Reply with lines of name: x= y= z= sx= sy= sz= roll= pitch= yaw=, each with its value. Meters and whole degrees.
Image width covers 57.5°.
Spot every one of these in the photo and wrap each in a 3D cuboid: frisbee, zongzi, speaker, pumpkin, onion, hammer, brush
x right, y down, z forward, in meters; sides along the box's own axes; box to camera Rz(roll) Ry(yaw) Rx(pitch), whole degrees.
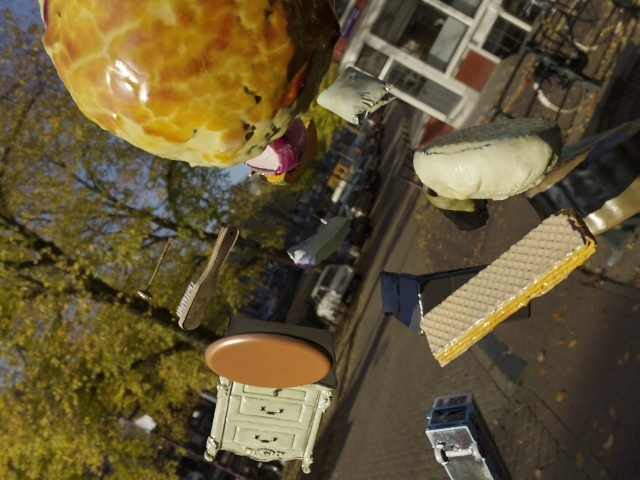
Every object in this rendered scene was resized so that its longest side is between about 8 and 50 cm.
frisbee: x=-0.100 y=0.239 z=1.137 sx=0.250 sy=0.251 sz=0.021 roll=122 pitch=156 yaw=-52
zongzi: x=0.372 y=-0.099 z=1.622 sx=0.145 sy=0.273 sz=0.300 roll=-24 pitch=23 yaw=28
speaker: x=0.384 y=0.146 z=1.666 sx=0.184 sy=0.389 sz=0.179 roll=-133 pitch=37 yaw=-74
pumpkin: x=-0.125 y=-0.321 z=2.178 sx=0.111 sy=0.163 sz=0.278 roll=35 pitch=-103 yaw=-55
onion: x=-0.131 y=-0.282 z=1.581 sx=0.207 sy=0.201 sz=0.200 roll=4 pitch=63 yaw=52
hammer: x=-0.297 y=0.048 z=1.068 sx=0.122 sy=0.029 sz=0.014 roll=-66 pitch=14 yaw=-8
brush: x=-0.322 y=0.096 z=1.631 sx=0.070 sy=0.065 sz=0.327 roll=14 pitch=-75 yaw=-53

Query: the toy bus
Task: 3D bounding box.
toy bus: x=0.333 y=0.476 z=1.266 sx=0.106 sy=0.297 sz=0.131 roll=-17 pitch=22 yaw=27

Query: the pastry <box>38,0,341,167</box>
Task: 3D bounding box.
pastry: x=-0.165 y=-0.287 z=0.747 sx=0.388 sy=0.389 sz=0.312 roll=-62 pitch=2 yaw=0

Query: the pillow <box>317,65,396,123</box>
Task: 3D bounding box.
pillow: x=0.087 y=-0.353 z=1.430 sx=0.134 sy=0.077 sz=0.181 roll=-39 pitch=42 yaw=-12

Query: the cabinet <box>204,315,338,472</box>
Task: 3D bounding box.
cabinet: x=-0.133 y=0.409 z=1.533 sx=0.227 sy=0.290 sz=0.317 roll=-94 pitch=16 yaw=-62

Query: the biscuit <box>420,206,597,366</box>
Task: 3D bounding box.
biscuit: x=0.316 y=0.090 z=1.037 sx=0.378 sy=0.054 sz=0.094 roll=-46 pitch=39 yaw=33

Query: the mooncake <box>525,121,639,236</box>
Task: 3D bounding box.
mooncake: x=0.585 y=-0.124 z=1.233 sx=0.290 sy=0.161 sz=0.290 roll=-33 pitch=-4 yaw=-3

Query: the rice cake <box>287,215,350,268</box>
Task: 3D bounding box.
rice cake: x=0.002 y=0.001 z=1.331 sx=0.290 sy=0.081 sz=0.051 roll=-47 pitch=-37 yaw=-66

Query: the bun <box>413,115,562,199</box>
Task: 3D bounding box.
bun: x=0.322 y=-0.148 z=1.124 sx=0.287 sy=0.288 sz=0.146 roll=-77 pitch=-29 yaw=-77
